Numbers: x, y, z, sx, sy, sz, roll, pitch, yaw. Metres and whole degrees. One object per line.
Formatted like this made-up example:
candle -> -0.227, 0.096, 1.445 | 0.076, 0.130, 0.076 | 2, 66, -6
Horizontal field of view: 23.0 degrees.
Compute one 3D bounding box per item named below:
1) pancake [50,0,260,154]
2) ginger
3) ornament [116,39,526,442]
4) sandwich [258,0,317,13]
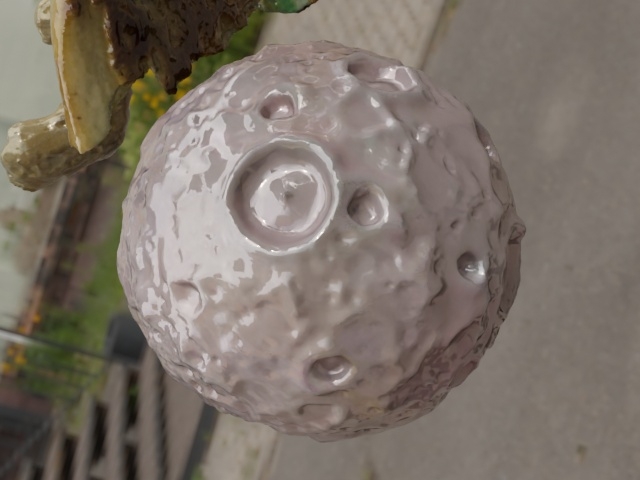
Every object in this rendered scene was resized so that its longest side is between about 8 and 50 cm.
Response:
pancake -> -0.107, -0.202, 0.912 | 0.056, 0.212, 0.257 | -6, 33, 31
ginger -> -0.152, -0.149, 1.131 | 0.258, 0.149, 0.065 | -45, 53, 1
ornament -> 0.000, 0.000, 0.998 | 0.225, 0.259, 0.259 | 48, -125, -72
sandwich -> -0.005, -0.371, 1.684 | 0.292, 0.212, 0.109 | -62, -33, -32
